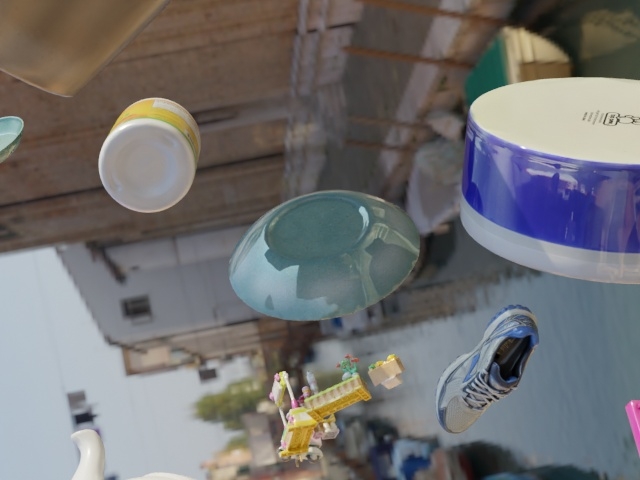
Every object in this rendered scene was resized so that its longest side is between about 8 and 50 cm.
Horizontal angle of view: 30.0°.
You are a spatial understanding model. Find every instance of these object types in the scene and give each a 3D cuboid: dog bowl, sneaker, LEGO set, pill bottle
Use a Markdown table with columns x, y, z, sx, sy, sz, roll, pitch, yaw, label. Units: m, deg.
| x | y | z | sx | sy | sz | roll | pitch | yaw | label |
| --- | --- | --- | --- | --- | --- | --- | --- | --- | --- |
| 0.259 | -0.062 | 1.062 | 0.265 | 0.265 | 0.104 | -108 | 17 | -65 | dog bowl |
| 0.150 | 0.121 | 1.077 | 0.135 | 0.052 | 0.058 | -58 | 15 | 12 | sneaker |
| 0.002 | 0.235 | 1.847 | 0.287 | 0.132 | 0.107 | -51 | 46 | 37 | LEGO set |
| -0.250 | -0.138 | 1.795 | 0.245 | 0.136 | 0.136 | -99 | -1 | -73 | pill bottle |

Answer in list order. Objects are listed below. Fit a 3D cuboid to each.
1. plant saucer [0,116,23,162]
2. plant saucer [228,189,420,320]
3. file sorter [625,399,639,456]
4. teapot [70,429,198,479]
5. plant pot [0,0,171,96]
| x | y | z | sx | sy | sz | roll | pitch | yaw | label |
| --- | --- | --- | --- | --- | --- | --- | --- | --- | --- |
| -0.429 | -0.116 | 1.528 | 0.119 | 0.119 | 0.021 | -106 | -7 | -59 | plant saucer |
| 0.000 | 0.000 | 1.184 | 0.195 | 0.195 | 0.037 | -105 | 2 | -52 | plant saucer |
| 0.615 | 0.281 | 1.652 | 0.182 | 0.291 | 0.202 | 115 | 155 | -49 | file sorter |
| -0.159 | 0.348 | 1.311 | 0.187 | 0.253 | 0.256 | -55 | -47 | -45 | teapot |
| -0.239 | -0.297 | 1.093 | 0.280 | 0.323 | 0.323 | -58 | 12 | 8 | plant pot |
